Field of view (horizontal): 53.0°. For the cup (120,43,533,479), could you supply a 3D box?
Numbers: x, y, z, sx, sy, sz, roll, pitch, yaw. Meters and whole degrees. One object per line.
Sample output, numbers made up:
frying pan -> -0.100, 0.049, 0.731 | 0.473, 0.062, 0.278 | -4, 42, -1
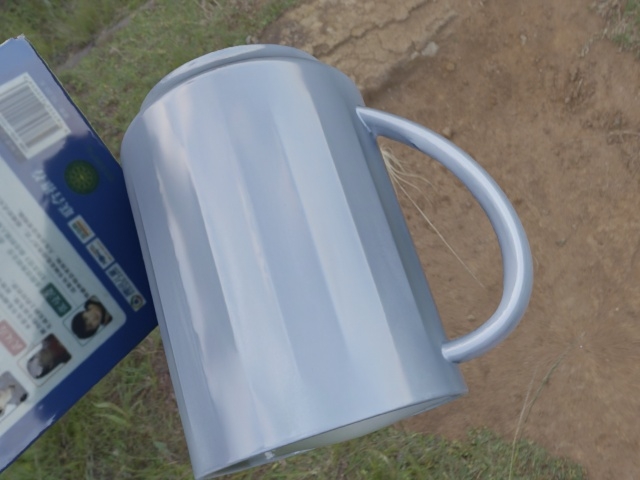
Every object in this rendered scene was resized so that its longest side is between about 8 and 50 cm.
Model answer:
cup -> 0.000, 0.000, 0.562 | 0.322, 0.236, 0.327 | -24, 70, 19

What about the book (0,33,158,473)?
book -> -0.322, 0.054, 0.515 | 0.039, 0.428, 0.300 | -11, 118, 49
